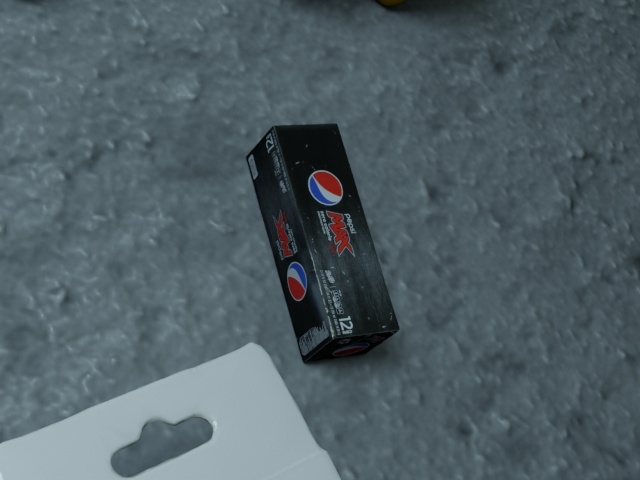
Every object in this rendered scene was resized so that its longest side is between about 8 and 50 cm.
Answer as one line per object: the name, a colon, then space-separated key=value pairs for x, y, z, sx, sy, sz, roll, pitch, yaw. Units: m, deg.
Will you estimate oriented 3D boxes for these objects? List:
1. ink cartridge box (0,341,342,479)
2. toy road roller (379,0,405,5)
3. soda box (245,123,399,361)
ink cartridge box: x=-0.052 y=0.258 z=0.695 sx=0.207 sy=0.119 sz=0.353 roll=-18 pitch=78 yaw=-42
toy road roller: x=0.045 y=-0.350 z=1.031 sx=0.240 sy=0.202 sz=0.329 roll=39 pitch=58 yaw=-22
soda box: x=0.000 y=0.000 z=0.910 sx=0.060 sy=0.053 sz=0.169 roll=-5 pitch=69 yaw=-31
